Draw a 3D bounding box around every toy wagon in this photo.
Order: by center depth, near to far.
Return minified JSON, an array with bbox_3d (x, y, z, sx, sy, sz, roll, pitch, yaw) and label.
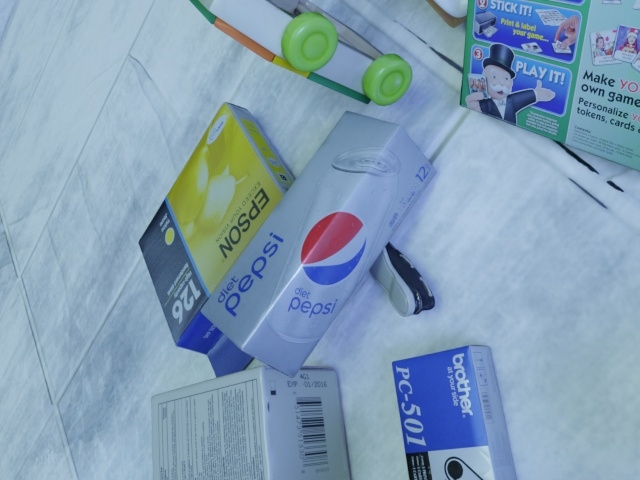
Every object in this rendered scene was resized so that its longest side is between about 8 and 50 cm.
[{"bbox_3d":[-0.059,-0.259,0.686,0.068,0.344,0.267,-57,48,22],"label":"toy wagon"}]

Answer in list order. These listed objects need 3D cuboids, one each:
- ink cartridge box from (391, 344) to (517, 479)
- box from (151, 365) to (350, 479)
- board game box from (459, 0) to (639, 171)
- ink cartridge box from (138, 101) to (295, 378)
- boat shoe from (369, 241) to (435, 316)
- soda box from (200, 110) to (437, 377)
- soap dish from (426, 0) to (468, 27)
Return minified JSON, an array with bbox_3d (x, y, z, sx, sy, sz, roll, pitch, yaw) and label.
[{"bbox_3d":[0.134,0.214,0.607,0.097,0.046,0.207,-23,66,39],"label":"ink cartridge box"},{"bbox_3d":[-0.094,0.248,0.768,0.232,0.127,0.148,-23,65,40],"label":"box"},{"bbox_3d":[0.251,-0.169,0.496,0.317,0.046,0.213,36,140,42],"label":"board game box"},{"bbox_3d":[-0.143,0.008,0.912,0.303,0.072,0.307,-51,49,24],"label":"ink cartridge box"},{"bbox_3d":[0.087,0.034,0.698,0.125,0.038,0.046,-121,33,-47],"label":"boat shoe"},{"bbox_3d":[0.000,0.000,0.687,0.286,0.091,0.098,-54,42,-5],"label":"soda box"},{"bbox_3d":[0.168,-0.384,0.583,0.291,0.229,0.118,-34,30,35],"label":"soap dish"}]
